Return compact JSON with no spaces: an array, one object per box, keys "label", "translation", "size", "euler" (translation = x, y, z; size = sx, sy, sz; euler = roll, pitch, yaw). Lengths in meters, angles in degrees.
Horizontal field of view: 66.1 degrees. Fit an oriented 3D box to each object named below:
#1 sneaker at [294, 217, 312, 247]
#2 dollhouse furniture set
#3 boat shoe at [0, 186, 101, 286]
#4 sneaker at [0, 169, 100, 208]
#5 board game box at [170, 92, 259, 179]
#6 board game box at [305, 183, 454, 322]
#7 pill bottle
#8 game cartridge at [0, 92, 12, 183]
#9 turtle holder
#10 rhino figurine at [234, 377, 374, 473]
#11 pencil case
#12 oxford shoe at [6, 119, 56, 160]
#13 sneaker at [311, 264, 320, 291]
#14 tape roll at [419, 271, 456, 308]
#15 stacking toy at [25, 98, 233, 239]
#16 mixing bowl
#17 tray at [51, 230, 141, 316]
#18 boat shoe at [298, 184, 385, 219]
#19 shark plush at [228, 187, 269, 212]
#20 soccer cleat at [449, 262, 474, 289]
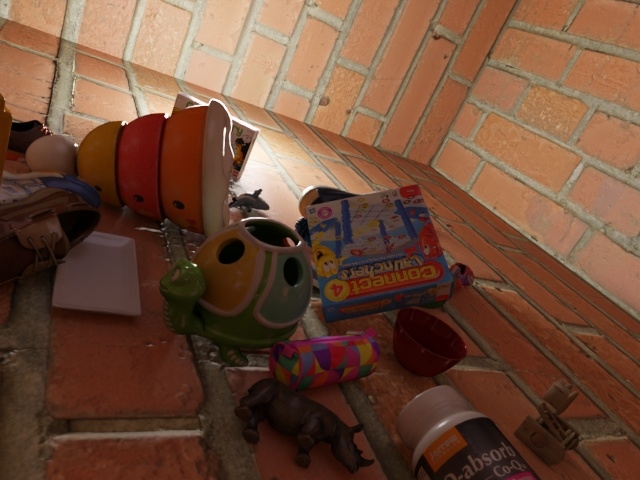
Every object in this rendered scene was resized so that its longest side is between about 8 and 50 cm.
[{"label":"sneaker","translation":[0.000,0.000,1.518],"size":[0.190,0.071,0.083],"euler":[43,20,18]},{"label":"dollhouse furniture set","translation":[0.551,0.389,1.093],"size":[0.181,0.161,0.101],"euler":[0,33,-46]},{"label":"boat shoe","translation":[-0.500,-0.004,0.853],"size":[0.116,0.123,0.324],"euler":[14,31,2]},{"label":"sneaker","translation":[-0.608,-0.076,0.993],"size":[0.296,0.112,0.131],"euler":[7,40,-26]},{"label":"board game box","translation":[-0.390,-0.368,1.741],"size":[0.305,0.193,0.053],"euler":[25,21,1]},{"label":"board game box","translation":[0.134,0.025,1.216],"size":[0.308,0.086,0.302],"euler":[-12,54,1]},{"label":"pill bottle","translation":[0.246,0.380,0.782],"size":[0.162,0.162,0.278],"euler":[10,26,-34]},{"label":"game cartridge","translation":[-0.668,-0.116,0.745],"size":[0.052,0.285,0.323],"euler":[38,24,27]},{"label":"turtle holder","translation":[-0.161,0.074,0.941],"size":[0.320,0.227,0.243],"euler":[13,26,-30]},{"label":"rhino figurine","translation":[-0.019,0.301,0.794],"size":[0.243,0.073,0.106],"euler":[27,25,-2]},{"label":"pencil case","translation":[0.014,0.229,0.959],"size":[0.236,0.104,0.104],"euler":[1,33,-45]},{"label":"oxford shoe","translation":[-0.699,-0.245,1.251],"size":[0.271,0.098,0.097],"euler":[8,28,-38]},{"label":"sneaker","translation":[0.108,0.066,1.317],"size":[0.295,0.178,0.124],"euler":[13,25,-29]},{"label":"tape roll","translation":[0.276,0.091,1.586],"size":[0.321,0.077,0.321],"euler":[23,22,-9]},{"label":"stacking toy","translation":[-0.463,-0.181,1.214],"size":[0.479,0.351,0.351],"euler":[2,26,-7]},{"label":"mixing bowl","translation":[0.239,0.251,1.150],"size":[0.181,0.098,0.181],"euler":[21,22,-9]},{"label":"tray","translation":[-0.429,0.061,0.947],"size":[0.145,0.030,0.270],"euler":[12,26,-29]},{"label":"boat shoe","translation":[0.162,-0.082,1.728],"size":[0.500,0.187,0.156],"euler":[6,34,-30]},{"label":"shark plush","translation":[-0.226,-0.120,1.551],"size":[0.161,0.073,0.067],"euler":[-8,69,-61]},{"label":"soccer cleat","translation":[0.504,0.116,1.749],"size":[0.083,0.095,0.248],"euler":[36,24,25]}]
